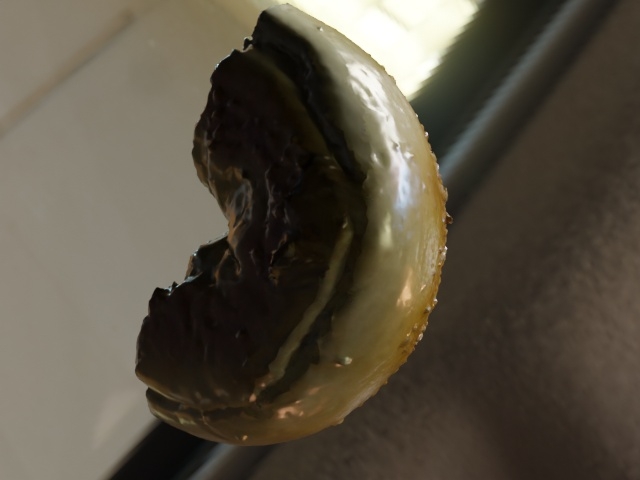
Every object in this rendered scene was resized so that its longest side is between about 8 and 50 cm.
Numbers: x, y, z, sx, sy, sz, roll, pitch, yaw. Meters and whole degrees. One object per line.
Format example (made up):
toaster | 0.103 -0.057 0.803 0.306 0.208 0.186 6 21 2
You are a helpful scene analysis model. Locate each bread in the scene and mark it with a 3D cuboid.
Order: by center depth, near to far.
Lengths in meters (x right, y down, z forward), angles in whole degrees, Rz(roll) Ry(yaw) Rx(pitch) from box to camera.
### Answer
bread | 0.004 -0.003 1.291 0.192 0.171 0.314 11 -89 43
